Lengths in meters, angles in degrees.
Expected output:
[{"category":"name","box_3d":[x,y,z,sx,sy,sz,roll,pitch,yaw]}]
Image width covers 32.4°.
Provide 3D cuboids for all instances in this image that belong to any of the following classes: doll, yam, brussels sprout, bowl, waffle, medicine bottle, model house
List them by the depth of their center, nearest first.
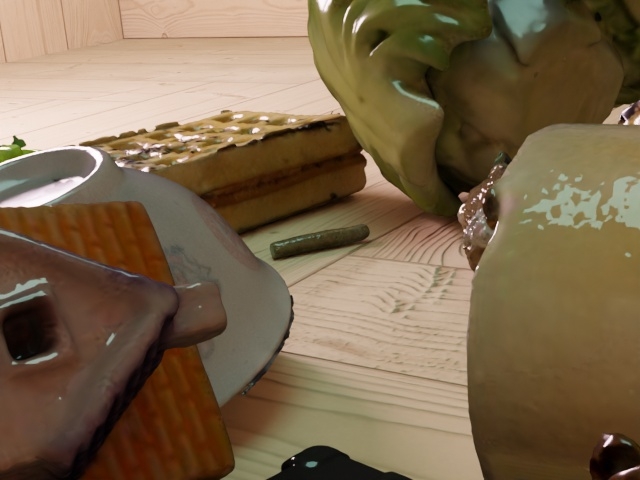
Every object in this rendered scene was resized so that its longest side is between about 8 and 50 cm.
[{"category":"medicine bottle","box_3d":[0.302,0.060,0.546,0.406,0.235,0.236,5,19,31]},{"category":"model house","box_3d":[-0.178,0.057,0.602,0.237,0.202,0.237,-15,-21,-19]},{"category":"bowl","box_3d":[-0.204,0.027,0.837,0.345,0.157,0.345,-14,25,6]},{"category":"doll","box_3d":[0.184,-0.016,1.059,0.115,0.105,0.221,30,12,-11]},{"category":"yam","box_3d":[0.000,0.000,1.206,0.116,0.021,0.021,-12,18,-19]},{"category":"brussels sprout","box_3d":[0.169,-0.234,1.322,0.425,0.342,0.361,-9,30,-36]},{"category":"waffle","box_3d":[-0.159,-0.083,1.366,0.376,0.114,0.261,-20,23,-40]}]

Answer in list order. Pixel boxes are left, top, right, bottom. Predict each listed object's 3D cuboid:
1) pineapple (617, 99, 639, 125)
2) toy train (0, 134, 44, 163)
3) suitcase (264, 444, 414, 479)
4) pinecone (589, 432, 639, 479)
[{"category":"pineapple","box_3d":[0.388,-0.004,0.850,0.272,0.262,0.262,13,6,-31]},{"category":"toy train","box_3d":[-0.354,0.002,1.075,0.272,0.159,0.188,-6,21,-10]},{"category":"suitcase","box_3d":[-0.026,0.193,0.496,0.206,0.066,0.285,12,23,44]},{"category":"pinecone","box_3d":[0.169,0.147,0.412,0.195,0.179,0.150,-21,-5,-7]}]
